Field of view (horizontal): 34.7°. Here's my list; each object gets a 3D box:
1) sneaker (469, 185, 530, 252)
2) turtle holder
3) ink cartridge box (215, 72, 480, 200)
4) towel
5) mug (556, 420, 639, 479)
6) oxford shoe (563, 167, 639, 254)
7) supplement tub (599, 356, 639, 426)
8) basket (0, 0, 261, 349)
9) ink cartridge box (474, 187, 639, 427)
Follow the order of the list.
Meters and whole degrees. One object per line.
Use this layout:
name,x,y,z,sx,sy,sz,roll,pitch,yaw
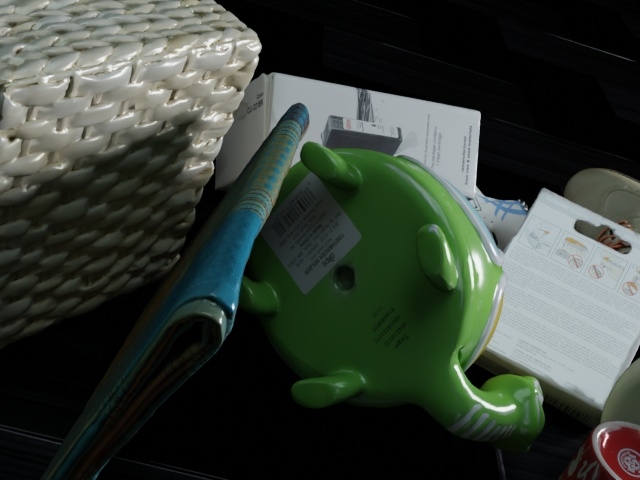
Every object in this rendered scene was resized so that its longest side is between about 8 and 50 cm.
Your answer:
sneaker,0.206,-0.017,1.305,0.086,0.085,0.237,-26,23,-14
turtle holder,0.090,0.045,1.010,0.320,0.243,0.227,22,11,31
ink cartridge box,0.027,-0.109,1.253,0.273,0.114,0.197,8,-8,-22
towel,-0.112,0.050,0.861,0.040,0.271,0.370,35,28,-9
mug,0.225,0.230,0.862,0.113,0.169,0.150,7,33,-21
oxford shoe,0.413,0.013,1.315,0.146,0.140,0.397,30,20,-36
supplement tub,0.456,0.190,1.009,0.316,0.228,0.228,-6,40,-38
basket,-0.280,-0.107,0.955,0.266,0.328,0.331,38,34,19
ink cartridge box,0.278,0.071,1.159,0.181,0.056,0.224,28,63,13
